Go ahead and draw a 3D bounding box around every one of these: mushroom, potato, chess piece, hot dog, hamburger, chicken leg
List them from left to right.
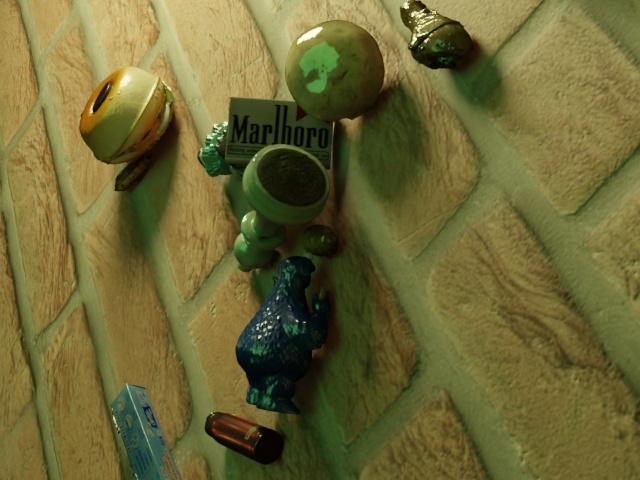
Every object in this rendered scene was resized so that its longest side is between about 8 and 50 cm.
[{"bbox_3d":[-0.408,-0.260,2.153,0.237,0.147,0.237,-37,34,30],"label":"hamburger"},{"bbox_3d":[-0.398,-0.145,2.193,0.122,0.037,0.049,-36,39,29],"label":"hot dog"},{"bbox_3d":[-0.089,-0.026,1.704,0.272,0.139,0.139,120,145,-48],"label":"chess piece"},{"bbox_3d":[0.000,0.000,1.657,0.083,0.040,0.051,12,96,56],"label":"potato"},{"bbox_3d":[0.025,-0.272,1.668,0.166,0.127,0.166,0,90,25],"label":"mushroom"},{"bbox_3d":[0.164,-0.321,1.574,0.085,0.069,0.198,-53,36,20],"label":"chicken leg"}]

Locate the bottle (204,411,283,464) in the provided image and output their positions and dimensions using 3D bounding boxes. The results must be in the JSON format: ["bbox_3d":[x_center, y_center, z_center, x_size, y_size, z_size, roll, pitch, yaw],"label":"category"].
[{"bbox_3d":[-0.130,0.318,1.675,0.164,0.060,0.060,9,83,51],"label":"bottle"}]

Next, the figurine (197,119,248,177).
[{"bbox_3d":[-0.136,-0.172,1.840,0.245,0.110,0.138,6,64,57],"label":"figurine"}]

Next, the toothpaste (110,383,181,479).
[{"bbox_3d":[-0.315,0.379,1.873,0.066,0.053,0.272,-52,42,17],"label":"toothpaste"}]

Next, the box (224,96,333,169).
[{"bbox_3d":[-0.068,-0.179,1.715,0.036,0.177,0.115,97,178,-70],"label":"box"}]

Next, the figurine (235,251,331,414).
[{"bbox_3d":[-0.065,0.142,1.614,0.164,0.120,0.262,-18,60,49],"label":"figurine"}]
